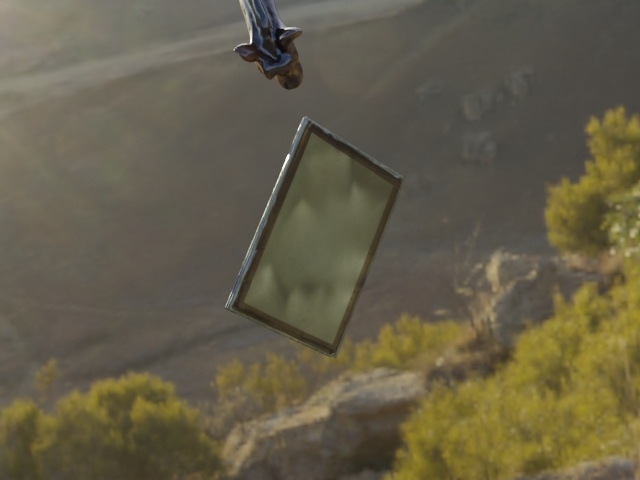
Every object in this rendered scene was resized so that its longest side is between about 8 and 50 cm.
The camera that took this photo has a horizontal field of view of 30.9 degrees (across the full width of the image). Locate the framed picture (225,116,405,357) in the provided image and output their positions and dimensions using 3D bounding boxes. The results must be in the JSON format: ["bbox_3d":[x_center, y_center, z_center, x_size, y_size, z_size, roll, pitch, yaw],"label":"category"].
[{"bbox_3d":[0.000,0.000,1.299,0.173,0.231,0.010,30,-11,-38],"label":"framed picture"}]

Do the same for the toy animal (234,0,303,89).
[{"bbox_3d":[-0.054,-0.207,0.574,0.066,0.224,0.230,-17,33,7],"label":"toy animal"}]
